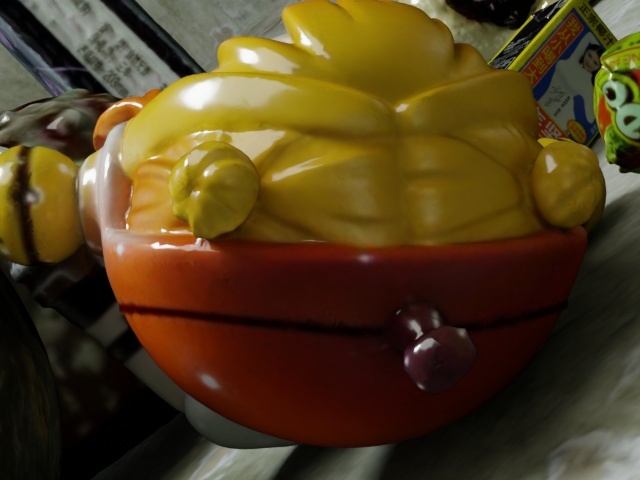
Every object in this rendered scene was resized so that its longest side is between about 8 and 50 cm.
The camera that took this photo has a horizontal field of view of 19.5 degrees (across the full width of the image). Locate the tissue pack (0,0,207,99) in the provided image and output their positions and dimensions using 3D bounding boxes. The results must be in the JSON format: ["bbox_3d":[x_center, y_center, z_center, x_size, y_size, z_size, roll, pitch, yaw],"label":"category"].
[{"bbox_3d":[-0.183,-0.150,1.692,0.122,0.361,0.259,-46,10,-1],"label":"tissue pack"}]

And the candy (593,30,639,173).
[{"bbox_3d":[0.207,-0.104,0.986,0.077,0.073,0.262,-13,17,29],"label":"candy"}]

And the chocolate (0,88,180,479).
[{"bbox_3d":[-0.208,0.028,1.223,0.340,0.210,0.225,-35,22,-18],"label":"chocolate"}]

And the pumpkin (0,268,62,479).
[{"bbox_3d":[-0.351,0.128,0.913,0.454,0.344,0.454,-16,2,0],"label":"pumpkin"}]

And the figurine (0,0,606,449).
[{"bbox_3d":[0.000,0.005,0.889,0.320,0.196,0.323,-3,-12,-16],"label":"figurine"}]

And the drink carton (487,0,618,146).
[{"bbox_3d":[0.118,-0.070,1.095,0.056,0.071,0.166,-23,20,51],"label":"drink carton"}]

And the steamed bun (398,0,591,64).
[{"bbox_3d":[0.124,-0.195,1.446,0.155,0.140,0.172,-56,10,-5],"label":"steamed bun"}]
